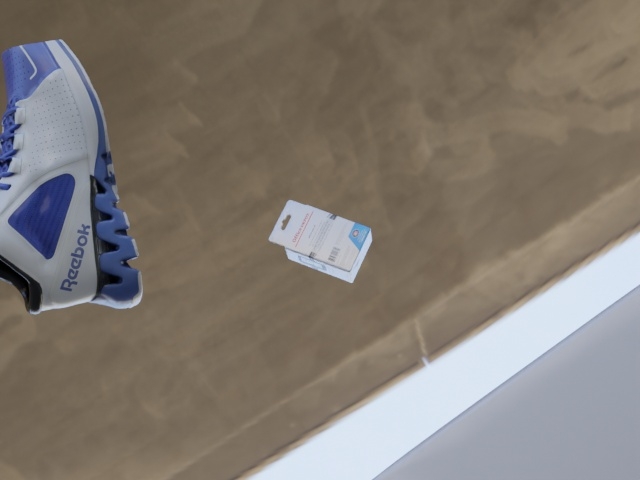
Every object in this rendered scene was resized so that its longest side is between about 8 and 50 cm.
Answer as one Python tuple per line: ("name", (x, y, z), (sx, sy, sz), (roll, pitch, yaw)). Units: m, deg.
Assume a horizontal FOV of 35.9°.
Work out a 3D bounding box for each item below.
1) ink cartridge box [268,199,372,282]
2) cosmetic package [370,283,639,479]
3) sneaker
("ink cartridge box", (0.000, 0.000, 0.911), (0.028, 0.083, 0.048), (76, -142, -65))
("cosmetic package", (0.235, 0.126, 0.717), (0.365, 0.155, 0.197), (-36, -14, 4))
("sneaker", (-0.322, -0.057, 1.077), (0.182, 0.127, 0.315), (-16, -92, -29))
